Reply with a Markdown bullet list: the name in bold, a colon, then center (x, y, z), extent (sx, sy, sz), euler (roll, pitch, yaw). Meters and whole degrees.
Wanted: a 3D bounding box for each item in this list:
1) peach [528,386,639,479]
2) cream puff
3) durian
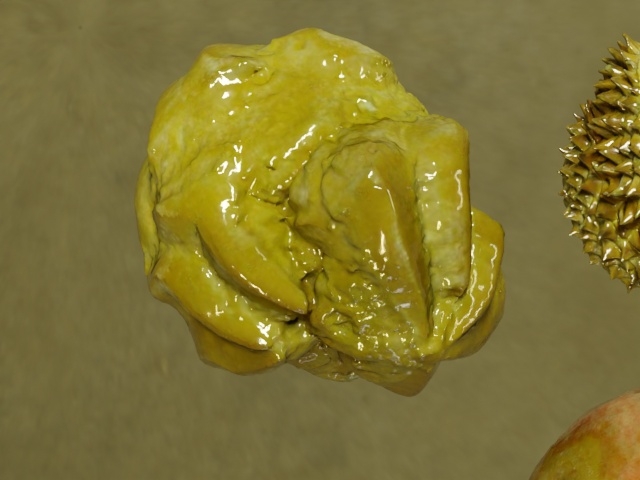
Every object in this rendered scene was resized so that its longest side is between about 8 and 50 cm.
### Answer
- **peach**: center (0.247, 0.216, 1.347), extent (0.214, 0.235, 0.214), euler (2, 111, 6)
- **cream puff**: center (-0.007, -0.004, 1.563), extent (0.274, 0.270, 0.323), euler (-25, 114, -10)
- **durian**: center (0.289, -0.053, 1.685), extent (0.139, 0.144, 0.252), euler (-17, 82, -37)
